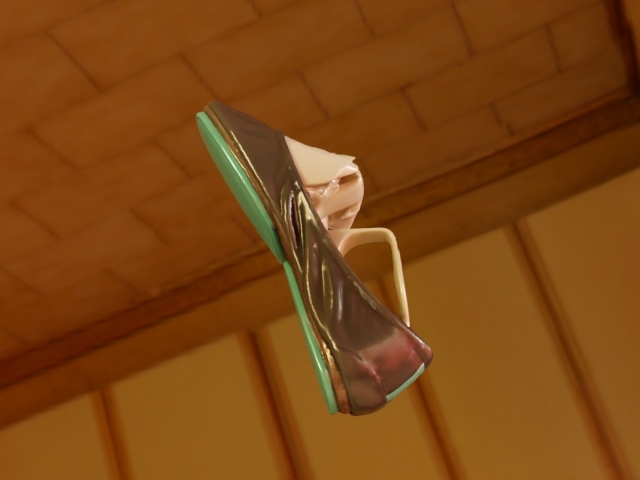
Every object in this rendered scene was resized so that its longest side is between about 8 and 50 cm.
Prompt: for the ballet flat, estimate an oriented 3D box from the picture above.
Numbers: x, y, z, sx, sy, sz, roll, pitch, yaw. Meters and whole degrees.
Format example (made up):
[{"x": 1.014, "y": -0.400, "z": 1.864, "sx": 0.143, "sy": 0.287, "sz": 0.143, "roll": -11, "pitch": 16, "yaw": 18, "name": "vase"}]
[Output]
[{"x": 0.000, "y": 0.000, "z": 0.954, "sx": 0.096, "sy": 0.280, "sz": 0.095, "roll": -23, "pitch": 154, "yaw": -7, "name": "ballet flat"}]
